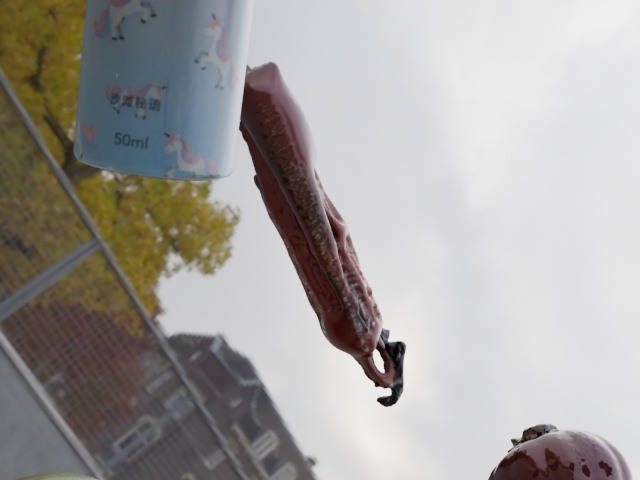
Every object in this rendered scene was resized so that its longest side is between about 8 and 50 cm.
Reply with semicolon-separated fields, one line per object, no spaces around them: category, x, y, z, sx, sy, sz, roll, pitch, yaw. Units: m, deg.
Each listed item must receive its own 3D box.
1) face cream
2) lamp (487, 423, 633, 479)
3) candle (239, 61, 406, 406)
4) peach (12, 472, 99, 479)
face cream;-0.061;-0.144;0.475;0.075;0.075;0.229;21;-72;53
lamp;0.157;0.167;0.720;0.101;0.101;0.090;88;-11;-56
candle;0.000;0.000;0.853;0.084;0.059;0.301;-129;-167;-78
peach;-0.143;0.293;0.669;0.247;0.292;0.292;-12;-61;31
